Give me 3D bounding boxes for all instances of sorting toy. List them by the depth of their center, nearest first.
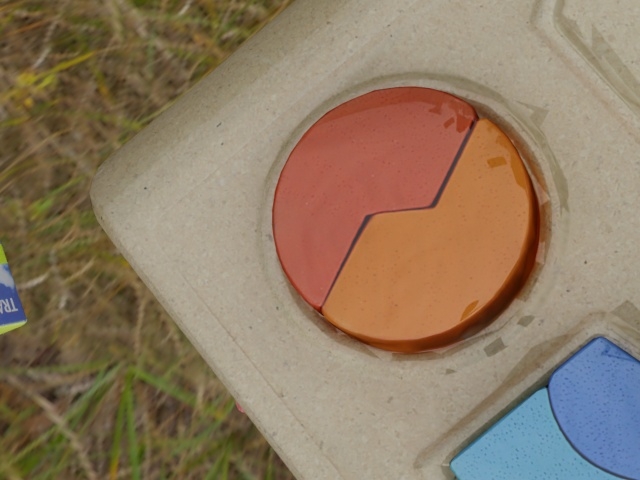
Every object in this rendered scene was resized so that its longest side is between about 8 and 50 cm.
[{"bbox_3d":[0.117,-0.035,0.412,0.307,0.041,0.229,-40,68,2],"label":"sorting toy"}]

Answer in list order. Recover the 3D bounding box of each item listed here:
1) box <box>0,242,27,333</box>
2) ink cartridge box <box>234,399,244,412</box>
[{"bbox_3d":[-0.252,0.001,1.116,0.042,0.109,0.178,-23,84,30],"label":"box"},{"bbox_3d":[0.000,0.000,1.089,0.127,0.128,0.176,-10,150,-15],"label":"ink cartridge box"}]
